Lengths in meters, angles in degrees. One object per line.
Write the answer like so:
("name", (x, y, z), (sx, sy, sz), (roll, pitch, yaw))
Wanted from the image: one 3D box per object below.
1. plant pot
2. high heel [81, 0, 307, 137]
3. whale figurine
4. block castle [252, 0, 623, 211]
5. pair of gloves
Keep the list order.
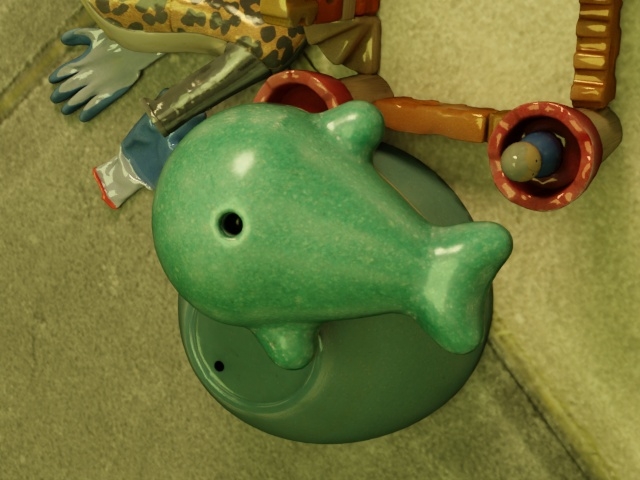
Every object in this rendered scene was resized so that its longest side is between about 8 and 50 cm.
("plant pot", (-0.014, 0.062, 1.175), (0.290, 0.195, 0.290), (6, 104, 25))
("high heel", (-0.128, -0.246, 1.238), (0.186, 0.093, 0.261), (-31, 76, 2))
("whale figurine", (0.000, 0.000, 0.980), (0.272, 0.141, 0.216), (21, 99, 14))
("block castle", (0.099, -0.268, 1.032), (0.303, 0.213, 0.453), (11, 107, 24))
("pair of gloves", (-0.195, -0.134, 1.319), (0.159, 0.023, 0.198), (-29, 89, 29))
